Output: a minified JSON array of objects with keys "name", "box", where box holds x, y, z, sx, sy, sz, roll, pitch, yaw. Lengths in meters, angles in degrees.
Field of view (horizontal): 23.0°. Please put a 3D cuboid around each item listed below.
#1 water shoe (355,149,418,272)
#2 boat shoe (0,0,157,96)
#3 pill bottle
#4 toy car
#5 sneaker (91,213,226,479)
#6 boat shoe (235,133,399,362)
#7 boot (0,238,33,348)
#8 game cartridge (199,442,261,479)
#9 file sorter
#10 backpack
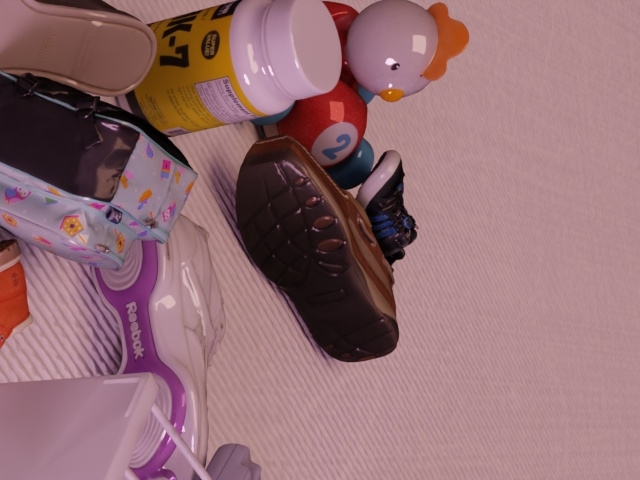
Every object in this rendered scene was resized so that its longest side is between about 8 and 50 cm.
[{"name":"water shoe","box":[0.085,-0.034,1.865,0.073,0.080,0.203,-55,170,-28]},{"name":"boat shoe","box":[-0.285,-0.201,1.382,0.335,0.095,0.112,14,105,-54]},{"name":"pill bottle","box":[-0.092,-0.176,1.569,0.119,0.208,0.119,26,59,-55]},{"name":"toy car","box":[0.056,-0.193,1.802,0.219,0.238,0.210,37,51,-50]},{"name":"sneaker","box":[-0.133,0.113,1.506,0.152,0.114,0.305,13,71,-57]},{"name":"boat shoe","box":[0.000,0.000,1.787,0.120,0.122,0.324,-78,152,-43]},{"name":"boot","box":[-0.292,0.062,1.309,0.158,0.059,0.085,-37,118,-59]},{"name":"game cartridge","box":[-0.103,0.356,1.457,0.196,0.060,0.294,-64,158,-50]},{"name":"file sorter","box":[-0.220,0.269,1.239,0.173,0.193,0.278,61,35,-36]},{"name":"backpack","box":[-0.205,-0.054,1.379,0.188,0.166,0.144,17,91,-66]}]
